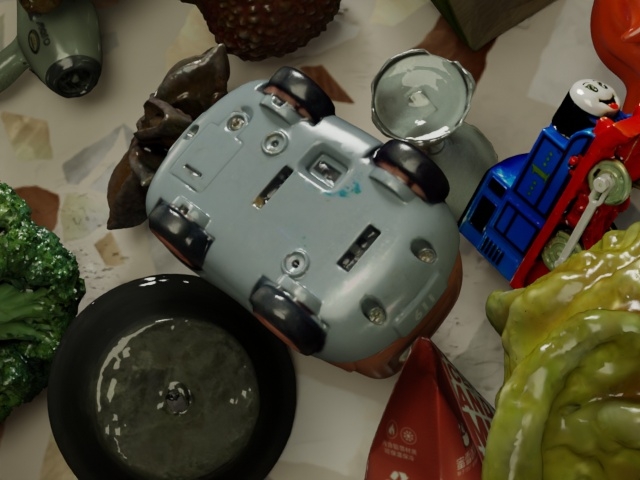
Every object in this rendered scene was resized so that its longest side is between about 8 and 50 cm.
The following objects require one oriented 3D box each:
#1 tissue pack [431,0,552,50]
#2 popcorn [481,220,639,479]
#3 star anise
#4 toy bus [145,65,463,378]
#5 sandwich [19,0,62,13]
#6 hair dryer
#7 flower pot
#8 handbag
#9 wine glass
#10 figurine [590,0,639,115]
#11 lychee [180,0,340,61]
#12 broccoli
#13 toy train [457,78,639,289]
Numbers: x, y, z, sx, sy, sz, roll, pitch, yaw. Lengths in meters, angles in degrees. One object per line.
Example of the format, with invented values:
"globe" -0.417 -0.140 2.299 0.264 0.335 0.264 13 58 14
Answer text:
"tissue pack" 0.125 -0.361 1.303 0.167 0.200 0.275 -32 68 5
"popcorn" 0.246 0.124 1.036 0.325 0.321 0.290 -14 61 -22
"star anise" -0.145 -0.112 1.314 0.073 0.212 0.197 29 64 -10
"toy bus" 0.000 0.000 1.196 0.287 0.232 0.194 34 81 30
"sandwich" -0.223 -0.410 1.409 0.325 0.131 0.262 -30 49 -4
"hair dryer" -0.360 -0.232 1.465 0.267 0.092 0.229 -15 61 20
"flower pot" -0.130 0.142 1.195 0.235 0.148 0.235 1 85 -8
"handbag" 0.113 0.238 1.117 0.151 0.171 0.298 -7 68 17
"wine glass" 0.104 -0.095 1.230 0.122 0.183 0.122 -3 71 8
"figurine" 0.358 -0.155 1.187 0.257 0.208 0.181 19 44 18
"lychee" -0.071 -0.260 1.341 0.197 0.165 0.165 -21 68 -6
"broccoli" -0.365 0.065 1.260 0.269 0.270 0.270 1 99 6
"toy train" 0.217 -0.049 1.181 0.082 0.204 0.131 -19 56 -41
